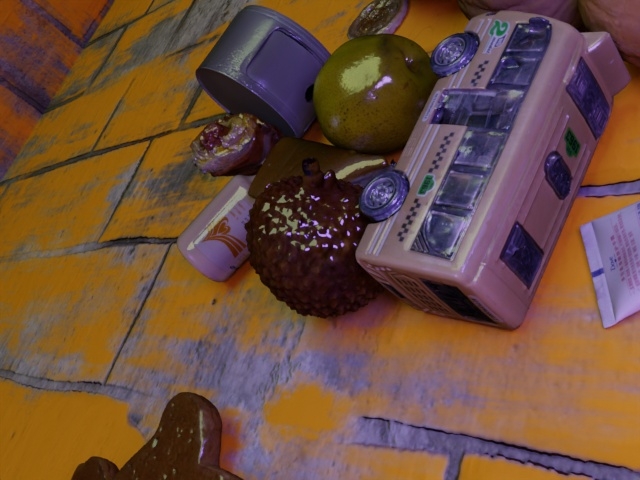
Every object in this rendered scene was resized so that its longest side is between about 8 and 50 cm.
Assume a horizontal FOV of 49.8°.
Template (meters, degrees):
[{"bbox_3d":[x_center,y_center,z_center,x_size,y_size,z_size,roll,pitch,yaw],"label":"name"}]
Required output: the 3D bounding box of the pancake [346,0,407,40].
[{"bbox_3d":[0.111,-0.431,1.338,0.140,0.022,0.139,-27,42,27],"label":"pancake"}]

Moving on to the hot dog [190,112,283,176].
[{"bbox_3d":[-0.138,-0.170,1.225,0.146,0.213,0.103,-24,80,19],"label":"hot dog"}]

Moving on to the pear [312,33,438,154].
[{"bbox_3d":[0.080,-0.224,1.053,0.198,0.198,0.198,-27,42,28],"label":"pear"}]

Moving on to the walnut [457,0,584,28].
[{"bbox_3d":[0.290,-0.389,0.961,0.225,0.225,0.261,-46,33,5],"label":"walnut"}]

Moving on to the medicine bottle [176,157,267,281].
[{"bbox_3d":[-0.125,-0.051,1.176,0.252,0.114,0.114,-47,36,3],"label":"medicine bottle"}]

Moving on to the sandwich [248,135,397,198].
[{"bbox_3d":[0.014,-0.075,1.040,0.236,0.122,0.128,19,76,53],"label":"sandwich"}]

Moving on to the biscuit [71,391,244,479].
[{"bbox_3d":[-0.270,0.414,0.961,0.432,0.064,0.283,-44,46,10],"label":"biscuit"}]

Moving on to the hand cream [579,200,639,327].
[{"bbox_3d":[0.372,-0.012,0.669,0.248,0.083,0.133,-33,38,41],"label":"hand cream"}]

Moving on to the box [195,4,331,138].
[{"bbox_3d":[-0.095,-0.300,1.266,0.226,0.226,0.149,22,76,52],"label":"box"}]

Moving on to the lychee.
[{"bbox_3d":[0.000,0.000,0.902,0.200,0.238,0.200,-3,39,3],"label":"lychee"}]

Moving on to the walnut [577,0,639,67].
[{"bbox_3d":[0.403,-0.286,0.773,0.195,0.195,0.221,-45,45,7],"label":"walnut"}]

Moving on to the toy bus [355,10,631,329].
[{"bbox_3d":[0.206,-0.089,0.820,0.202,0.177,0.365,12,71,47],"label":"toy bus"}]
